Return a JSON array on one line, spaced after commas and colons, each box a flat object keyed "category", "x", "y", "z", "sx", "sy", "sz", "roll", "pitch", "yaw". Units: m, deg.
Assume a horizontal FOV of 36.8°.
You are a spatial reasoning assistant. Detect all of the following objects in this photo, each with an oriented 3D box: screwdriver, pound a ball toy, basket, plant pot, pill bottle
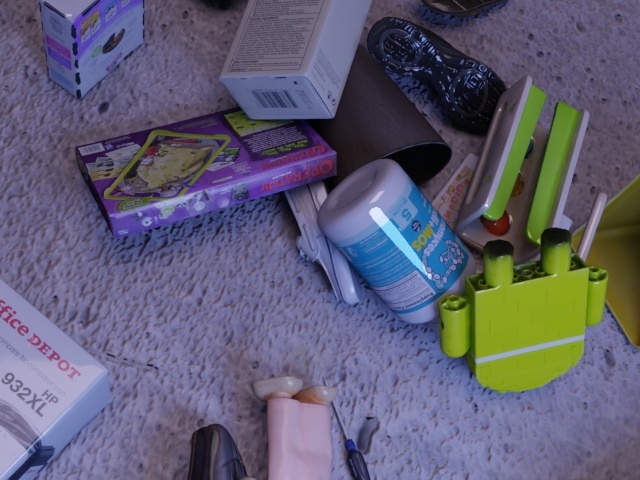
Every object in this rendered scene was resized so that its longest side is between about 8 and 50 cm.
[{"category": "screwdriver", "x": 0.035, "y": 0.268, "z": 1.358, "sx": 0.024, "sy": 0.025, "sz": 0.169, "roll": -13, "pitch": 67, "yaw": -18}, {"category": "pound a ball toy", "x": 0.336, "y": -0.069, "z": 1.511, "sx": 0.208, "sy": 0.136, "sz": 0.319, "roll": 28, "pitch": 62, "yaw": -11}, {"category": "basket", "x": 0.067, "y": -0.189, "z": 1.533, "sx": 0.204, "sy": 0.154, "sz": 0.226, "roll": -20, "pitch": 65, "yaw": -18}, {"category": "plant pot", "x": 0.561, "y": 0.013, "z": 1.502, "sx": 0.187, "sy": 0.212, "sz": 0.212, "roll": -14, "pitch": 66, "yaw": -31}, {"category": "pill bottle", "x": 0.127, "y": 0.019, "z": 1.398, "sx": 0.264, "sy": 0.146, "sz": 0.146, "roll": 48, "pitch": 60, "yaw": -20}]

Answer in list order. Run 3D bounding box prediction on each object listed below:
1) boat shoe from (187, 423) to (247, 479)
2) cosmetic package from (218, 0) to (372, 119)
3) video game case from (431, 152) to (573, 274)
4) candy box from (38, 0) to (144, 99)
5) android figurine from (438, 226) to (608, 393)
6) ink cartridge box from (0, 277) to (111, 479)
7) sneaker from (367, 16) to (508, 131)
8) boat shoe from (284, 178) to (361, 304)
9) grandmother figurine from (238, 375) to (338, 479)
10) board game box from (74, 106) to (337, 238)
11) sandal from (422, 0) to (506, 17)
[{"category": "boat shoe", "x": -0.161, "y": 0.391, "z": 1.190, "sx": 0.130, "sy": 0.132, "sz": 0.355, "roll": -10, "pitch": 48, "yaw": 9}, {"category": "cosmetic package", "x": -0.025, "y": -0.344, "z": 1.491, "sx": 0.160, "sy": 0.113, "sz": 0.309, "roll": 5, "pitch": 63, "yaw": 29}, {"category": "video game case", "x": 0.269, "y": -0.009, "z": 1.546, "sx": 0.206, "sy": 0.026, "sz": 0.227, "roll": 35, "pitch": 62, "yaw": 8}, {"category": "candy box", "x": -0.350, "y": -0.341, "z": 1.496, "sx": 0.070, "sy": 0.196, "sz": 0.165, "roll": 35, "pitch": 62, "yaw": 8}, {"category": "android figurine", "x": 0.289, "y": 0.111, "z": 1.363, "sx": 0.248, "sy": 0.272, "sz": 0.056, "roll": -13, "pitch": 35, "yaw": -7}, {"category": "ink cartridge box", "x": -0.453, "y": 0.222, "z": 1.224, "sx": 0.223, "sy": 0.129, "sz": 0.307, "roll": 38, "pitch": 62, "yaw": 10}, {"category": "sneaker", "x": 0.211, "y": -0.295, "z": 1.637, "sx": 0.286, "sy": 0.109, "sz": 0.130, "roll": 36, "pitch": 23, "yaw": -11}, {"category": "boat shoe", "x": 0.000, "y": 0.000, "z": 1.470, "sx": 0.076, "sy": 0.083, "sz": 0.226, "roll": -20, "pitch": 67, "yaw": 10}, {"category": "grandmother figurine", "x": -0.026, "y": 0.359, "z": 1.253, "sx": 0.208, "sy": 0.104, "sz": 0.342, "roll": 15, "pitch": 59, "yaw": -24}, {"category": "board game box", "x": -0.174, "y": -0.119, "z": 1.453, "sx": 0.347, "sy": 0.056, "sz": 0.208, "roll": -17, "pitch": 35, "yaw": -18}, {"category": "sandal", "x": 0.264, "y": -0.446, "z": 1.758, "sx": 0.219, "sy": 0.060, "sz": 0.090, "roll": -22, "pitch": 75, "yaw": -36}]
